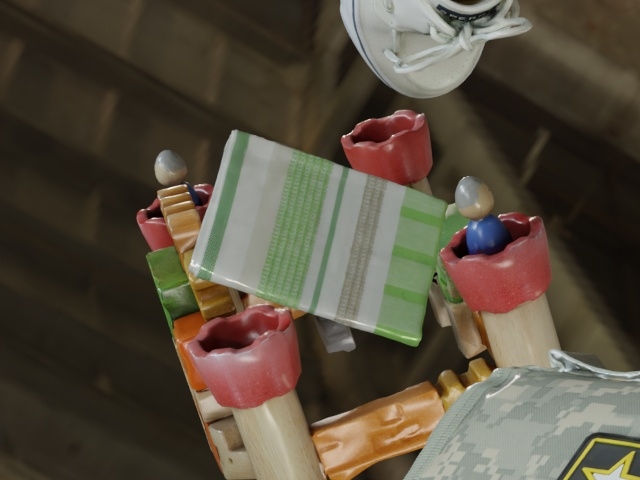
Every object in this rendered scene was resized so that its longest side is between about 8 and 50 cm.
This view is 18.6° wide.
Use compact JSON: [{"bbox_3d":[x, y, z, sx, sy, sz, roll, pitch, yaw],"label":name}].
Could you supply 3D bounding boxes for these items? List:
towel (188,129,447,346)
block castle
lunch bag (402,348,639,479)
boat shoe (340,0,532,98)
[{"bbox_3d":[0.000,0.000,1.241,0.152,0.023,0.113,19,-121,-7],"label":"towel"},{"bbox_3d":[0.008,0.024,1.704,0.453,0.303,0.213,-124,15,-70],"label":"block castle"},{"bbox_3d":[0.122,0.182,0.708,0.169,0.287,0.235,18,169,-40],"label":"lunch bag"},{"bbox_3d":[0.105,-0.205,1.565,0.367,0.135,0.156,87,159,-55],"label":"boat shoe"}]
